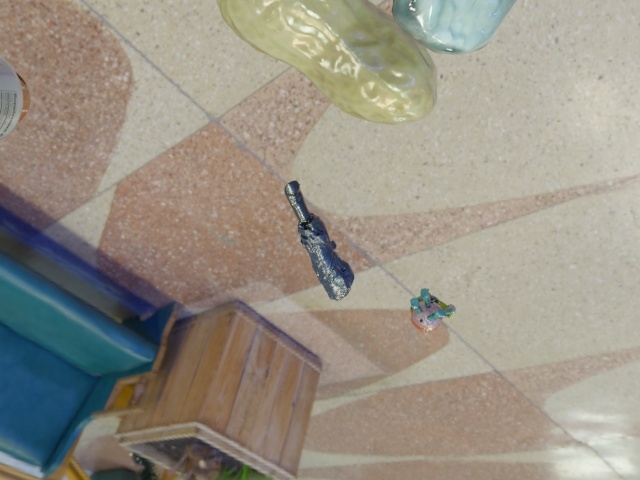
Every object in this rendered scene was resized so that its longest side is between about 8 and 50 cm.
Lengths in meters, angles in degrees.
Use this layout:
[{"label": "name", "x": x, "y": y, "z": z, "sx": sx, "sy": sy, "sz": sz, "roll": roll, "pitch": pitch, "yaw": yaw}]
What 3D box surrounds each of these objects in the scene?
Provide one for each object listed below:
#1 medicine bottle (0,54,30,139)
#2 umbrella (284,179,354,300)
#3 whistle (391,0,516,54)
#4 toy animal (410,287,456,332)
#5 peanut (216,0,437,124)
[{"label": "medicine bottle", "x": -0.537, "y": -0.209, "z": 0.829, "sx": 0.157, "sy": 0.288, "sz": 0.156, "roll": 1, "pitch": 103, "yaw": 4}, {"label": "umbrella", "x": -0.003, "y": -0.002, "z": 1.081, "sx": 0.071, "sy": 0.071, "sz": 0.248, "roll": -14, "pitch": 109, "yaw": 32}, {"label": "whistle", "x": 0.128, "y": -0.268, "z": 0.293, "sx": 0.189, "sy": 0.189, "sz": 0.347, "roll": 23, "pitch": 121, "yaw": -12}, {"label": "toy animal", "x": 0.251, "y": 0.155, "z": 1.311, "sx": 0.104, "sy": 0.100, "sz": 0.208, "roll": -11, "pitch": 166, "yaw": 10}, {"label": "peanut", "x": 0.010, "y": -0.208, "z": 0.584, "sx": 0.257, "sy": 0.123, "sz": 0.123, "roll": 37, "pitch": 141, "yaw": 2}]
